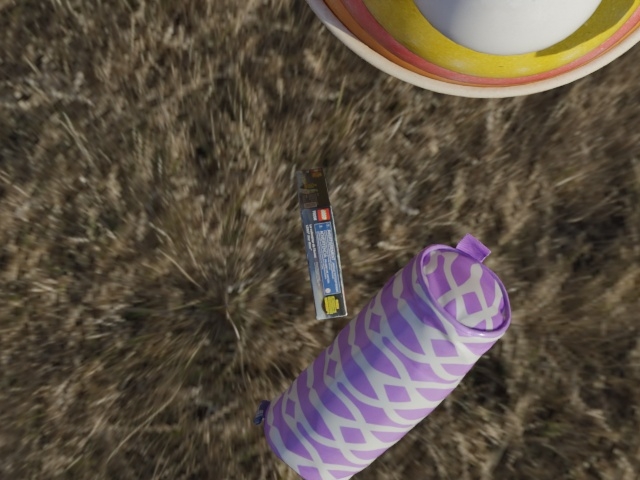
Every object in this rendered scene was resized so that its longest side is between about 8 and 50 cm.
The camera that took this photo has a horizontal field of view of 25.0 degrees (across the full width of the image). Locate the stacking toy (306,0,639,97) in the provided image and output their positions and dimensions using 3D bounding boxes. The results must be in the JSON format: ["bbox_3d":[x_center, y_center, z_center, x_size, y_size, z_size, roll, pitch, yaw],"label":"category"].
[{"bbox_3d":[0.125,-0.215,0.933,0.350,0.480,0.351,1,110,2],"label":"stacking toy"}]

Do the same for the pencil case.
[{"bbox_3d":[0.044,0.089,1.004,0.086,0.088,0.206,41,125,-6],"label":"pencil case"}]

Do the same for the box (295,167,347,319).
[{"bbox_3d":[0.000,0.000,1.206,0.027,0.137,0.094,-8,106,0],"label":"box"}]
